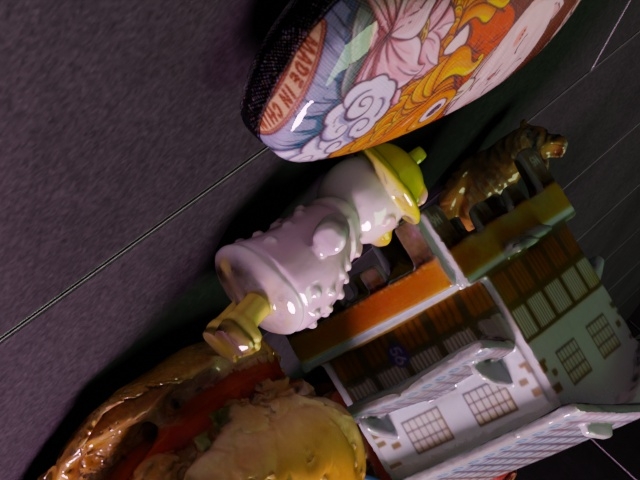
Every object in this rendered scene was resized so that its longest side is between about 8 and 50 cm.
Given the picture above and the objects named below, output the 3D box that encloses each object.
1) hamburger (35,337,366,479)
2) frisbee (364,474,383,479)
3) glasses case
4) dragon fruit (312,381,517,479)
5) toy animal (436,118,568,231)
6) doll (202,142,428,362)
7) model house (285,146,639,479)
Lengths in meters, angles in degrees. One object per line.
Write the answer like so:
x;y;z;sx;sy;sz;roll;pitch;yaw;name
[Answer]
-0.088;0.184;1.119;0.244;0.163;0.244;-41;165;-13;hamburger
-0.018;0.261;1.507;0.242;0.242;0.045;113;-18;-53;frisbee
0.070;-0.129;0.900;0.321;0.082;0.122;-29;155;-51;glasses case
0.103;0.173;1.561;0.227;0.224;0.224;-26;156;-31;dragon fruit
0.137;-0.005;1.434;0.255;0.114;0.116;112;-18;-64;toy animal
0.000;0.000;1.051;0.207;0.081;0.129;-43;-176;-25;doll
0.117;0.075;1.211;0.224;0.215;0.198;-31;180;40;model house
